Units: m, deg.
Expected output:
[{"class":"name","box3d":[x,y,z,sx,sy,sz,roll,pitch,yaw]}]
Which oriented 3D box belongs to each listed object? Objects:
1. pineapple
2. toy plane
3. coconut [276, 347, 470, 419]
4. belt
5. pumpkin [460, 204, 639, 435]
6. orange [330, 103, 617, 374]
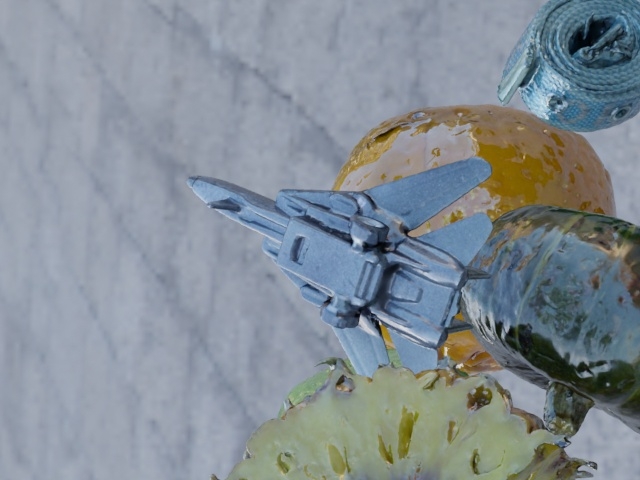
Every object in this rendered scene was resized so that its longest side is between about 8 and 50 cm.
[{"class":"pineapple","box3d":[0.026,0.128,0.932,0.135,0.233,0.079,65,-177,37]},{"class":"toy plane","box3d":[-0.006,0.001,1.225,0.267,0.088,0.212,24,104,23]},{"class":"coconut","box3d":[0.063,0.214,1.386,0.204,0.235,0.236,-153,68,-70]},{"class":"belt","box3d":[0.266,-0.181,1.608,0.082,0.147,0.163,117,177,-51]},{"class":"pumpkin","box3d":[0.241,0.084,1.412,0.189,0.260,0.260,-68,21,-6]},{"class":"orange","box3d":[0.168,0.004,1.859,0.340,0.340,0.293,150,126,-65]}]
